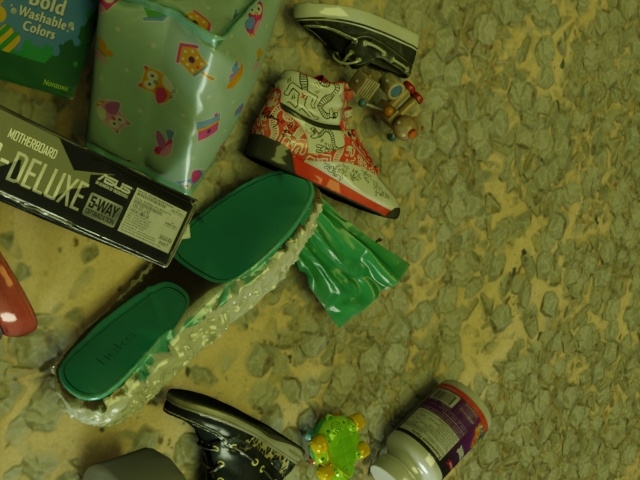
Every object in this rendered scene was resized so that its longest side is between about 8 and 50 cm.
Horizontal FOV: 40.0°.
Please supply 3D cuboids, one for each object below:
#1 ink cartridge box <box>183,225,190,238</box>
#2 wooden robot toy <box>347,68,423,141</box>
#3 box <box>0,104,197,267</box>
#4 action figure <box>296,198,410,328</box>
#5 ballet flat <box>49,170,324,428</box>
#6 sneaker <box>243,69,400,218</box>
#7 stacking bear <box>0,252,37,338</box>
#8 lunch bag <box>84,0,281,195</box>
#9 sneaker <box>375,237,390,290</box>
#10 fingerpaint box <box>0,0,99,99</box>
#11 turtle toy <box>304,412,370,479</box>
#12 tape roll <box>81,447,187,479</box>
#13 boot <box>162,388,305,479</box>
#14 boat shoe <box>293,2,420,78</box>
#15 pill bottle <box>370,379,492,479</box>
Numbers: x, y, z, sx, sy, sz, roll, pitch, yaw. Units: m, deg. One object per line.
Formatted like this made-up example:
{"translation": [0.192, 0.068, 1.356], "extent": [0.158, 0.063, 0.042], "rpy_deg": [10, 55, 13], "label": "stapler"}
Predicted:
{"translation": [-0.221, -0.010, 1.054], "extent": [0.115, 0.063, 0.029], "rpy_deg": [-13, 105, -35], "label": "ink cartridge box"}
{"translation": [0.115, -0.179, 1.240], "extent": [0.076, 0.079, 0.173], "rpy_deg": [-42, 138, 8], "label": "wooden robot toy"}
{"translation": [-0.310, -0.079, 0.859], "extent": [0.307, 0.242, 0.076], "rpy_deg": [27, 83, -37], "label": "box"}
{"translation": [0.000, 0.000, 1.217], "extent": [0.137, 0.063, 0.232], "rpy_deg": [-43, 113, 2], "label": "action figure"}
{"translation": [-0.158, 0.075, 1.101], "extent": [0.409, 0.147, 0.147], "rpy_deg": [-42, 122, -20], "label": "ballet flat"}
{"translation": [0.032, -0.132, 1.205], "extent": [0.270, 0.090, 0.145], "rpy_deg": [23, 88, -36], "label": "sneaker"}
{"translation": [-0.444, 0.096, 0.855], "extent": [0.289, 0.164, 0.175], "rpy_deg": [-33, 118, -23], "label": "stacking bear"}
{"translation": [-0.132, -0.221, 0.954], "extent": [0.223, 0.160, 0.262], "rpy_deg": [112, 3, -46], "label": "lunch bag"}
{"translation": [0.079, 0.030, 1.309], "extent": [0.098, 0.038, 0.069], "rpy_deg": [30, 82, -38], "label": "sneaker"}
{"translation": [-0.368, -0.357, 0.721], "extent": [0.445, 0.163, 0.371], "rpy_deg": [11, 103, -49], "label": "fingerpaint box"}
{"translation": [0.019, 0.312, 1.305], "extent": [0.095, 0.066, 0.130], "rpy_deg": [-23, 113, -32], "label": "turtle toy"}
{"translation": [-0.209, 0.362, 1.044], "extent": [0.072, 0.219, 0.219], "rpy_deg": [-11, 106, -37], "label": "tape roll"}
{"translation": [-0.143, 0.312, 1.170], "extent": [0.236, 0.085, 0.178], "rpy_deg": [36, 80, -37], "label": "boot"}
{"translation": [0.052, -0.270, 1.200], "extent": [0.219, 0.078, 0.070], "rpy_deg": [7, 94, -40], "label": "boat shoe"}
{"translation": [0.173, 0.321, 1.398], "extent": [0.193, 0.108, 0.108], "rpy_deg": [-40, 121, -24], "label": "pill bottle"}
